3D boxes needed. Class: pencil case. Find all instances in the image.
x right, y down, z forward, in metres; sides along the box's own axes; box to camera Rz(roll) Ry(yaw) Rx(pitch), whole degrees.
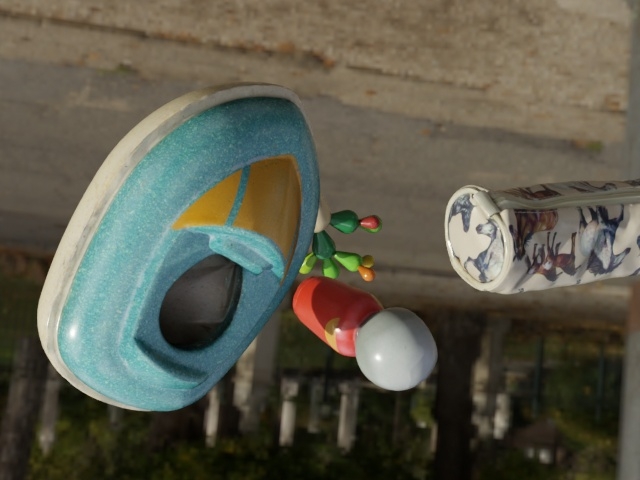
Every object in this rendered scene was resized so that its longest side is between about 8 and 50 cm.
[{"bbox_3d":[0.386,-0.021,1.873,0.410,0.184,0.160,-6,-138,-25],"label":"pencil case"}]

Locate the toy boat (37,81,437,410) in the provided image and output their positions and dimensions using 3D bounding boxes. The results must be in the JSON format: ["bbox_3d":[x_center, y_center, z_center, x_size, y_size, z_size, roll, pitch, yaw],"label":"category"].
[{"bbox_3d":[-0.042,0.029,0.947,0.318,0.268,0.148,28,-179,-44],"label":"toy boat"}]

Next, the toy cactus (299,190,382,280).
[{"bbox_3d":[0.000,0.000,1.894,0.219,0.181,0.112,-23,-140,-10],"label":"toy cactus"}]
